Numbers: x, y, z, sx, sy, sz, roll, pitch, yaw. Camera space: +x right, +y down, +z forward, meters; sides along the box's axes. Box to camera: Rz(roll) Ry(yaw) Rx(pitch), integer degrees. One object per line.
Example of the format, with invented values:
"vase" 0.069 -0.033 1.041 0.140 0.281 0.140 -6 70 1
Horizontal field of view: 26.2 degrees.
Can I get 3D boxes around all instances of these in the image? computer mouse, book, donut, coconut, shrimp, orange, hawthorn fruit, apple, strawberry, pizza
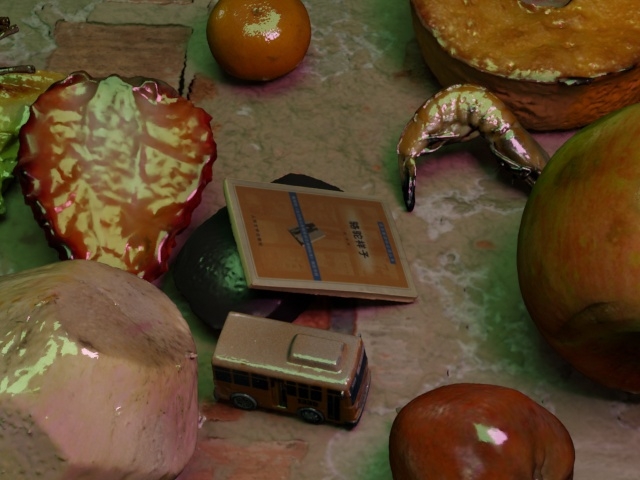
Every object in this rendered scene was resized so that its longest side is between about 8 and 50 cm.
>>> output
"computer mouse" -0.062 0.004 1.791 0.168 0.087 0.295 34 57 22
"book" 0.000 -0.001 1.759 0.242 0.018 0.170 5 51 -29
"donut" 0.307 -0.322 2.012 0.435 0.163 0.377 28 57 20
"coconut" -0.312 0.187 1.521 0.353 0.352 0.352 -1 50 1
"shrimp" 0.218 -0.081 1.875 0.198 0.051 0.262 -44 86 -1
"orange" -0.090 -0.305 2.032 0.156 0.124 0.156 -2 67 4
"hawthorn fruit" 0.157 0.240 1.536 0.199 0.199 0.251 -34 33 -24
"apple" 0.401 0.005 1.621 0.340 0.339 0.339 -1 50 1
"strawberry" -0.272 -0.065 1.832 0.265 0.149 0.336 0 60 -7
"pizza" -0.470 -0.142 1.937 0.280 0.075 0.287 -12 50 -7

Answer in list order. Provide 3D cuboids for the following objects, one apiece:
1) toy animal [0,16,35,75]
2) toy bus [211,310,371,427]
"toy animal" -0.541 -0.233 1.936 0.260 0.087 0.243 -23 28 -16
"toy bus" -0.033 0.152 1.654 0.182 0.103 0.091 11 52 10
